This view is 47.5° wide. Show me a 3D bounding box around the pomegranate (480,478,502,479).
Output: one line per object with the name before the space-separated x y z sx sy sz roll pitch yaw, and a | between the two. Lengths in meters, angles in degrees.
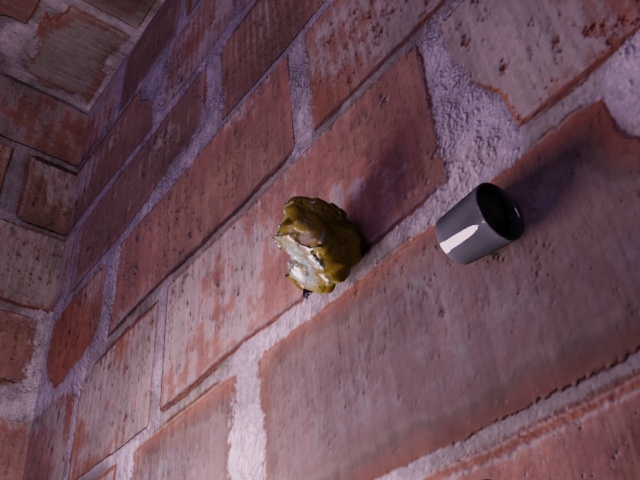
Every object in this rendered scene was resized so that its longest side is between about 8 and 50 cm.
pomegranate | 0.134 0.340 0.582 0.231 0.231 0.286 23 89 58

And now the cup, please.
cup | 0.194 -0.024 0.885 0.077 0.078 0.100 -39 7 44

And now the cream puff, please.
cream puff | 0.001 -0.001 1.099 0.121 0.156 0.156 6 73 25
